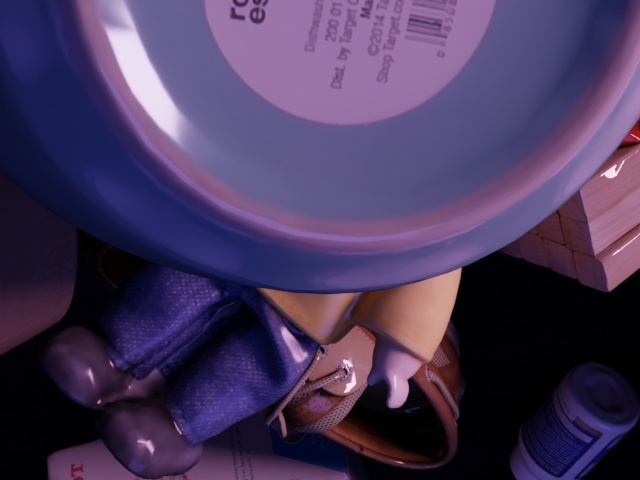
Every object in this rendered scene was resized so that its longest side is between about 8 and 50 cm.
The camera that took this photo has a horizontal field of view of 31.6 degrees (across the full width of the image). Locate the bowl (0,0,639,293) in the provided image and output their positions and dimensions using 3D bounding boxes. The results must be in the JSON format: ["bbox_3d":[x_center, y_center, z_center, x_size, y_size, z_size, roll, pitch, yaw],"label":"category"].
[{"bbox_3d":[0.002,-0.106,0.387,0.311,0.163,0.312,-4,109,-12],"label":"bowl"}]

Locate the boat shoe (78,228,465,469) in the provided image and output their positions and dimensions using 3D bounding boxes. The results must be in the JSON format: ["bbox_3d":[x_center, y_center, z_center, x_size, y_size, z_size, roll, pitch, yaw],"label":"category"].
[{"bbox_3d":[-0.006,0.061,0.723,0.122,0.120,0.324,-36,135,26],"label":"boat shoe"}]

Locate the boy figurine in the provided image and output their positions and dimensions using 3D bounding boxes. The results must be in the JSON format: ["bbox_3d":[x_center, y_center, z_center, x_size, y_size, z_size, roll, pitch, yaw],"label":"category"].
[{"bbox_3d":[0.000,0.000,0.568,0.285,0.177,0.092,-41,169,12],"label":"boy figurine"}]

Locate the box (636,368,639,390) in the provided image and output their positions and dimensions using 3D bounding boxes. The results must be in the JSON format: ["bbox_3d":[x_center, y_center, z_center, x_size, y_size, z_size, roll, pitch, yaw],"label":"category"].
[{"bbox_3d":[0.394,0.083,0.784,0.296,0.183,0.294,-15,150,3],"label":"box"}]

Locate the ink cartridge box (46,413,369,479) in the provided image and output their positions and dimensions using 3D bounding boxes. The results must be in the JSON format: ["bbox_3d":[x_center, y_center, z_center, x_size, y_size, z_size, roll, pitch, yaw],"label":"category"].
[{"bbox_3d":[-0.074,0.245,0.887,0.232,0.171,0.168,-15,141,4],"label":"ink cartridge box"}]

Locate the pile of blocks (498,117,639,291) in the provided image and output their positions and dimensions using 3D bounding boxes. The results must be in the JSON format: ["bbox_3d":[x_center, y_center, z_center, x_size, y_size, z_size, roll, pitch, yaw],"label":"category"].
[{"bbox_3d":[0.246,-0.100,0.611,0.362,0.149,0.113,-20,118,-2],"label":"pile of blocks"}]

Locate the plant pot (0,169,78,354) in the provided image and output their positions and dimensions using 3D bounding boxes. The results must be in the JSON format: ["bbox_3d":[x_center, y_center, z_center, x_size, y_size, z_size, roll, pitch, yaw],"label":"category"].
[{"bbox_3d":[-0.239,-0.007,0.504,0.229,0.263,0.263,-12,144,-28],"label":"plant pot"}]

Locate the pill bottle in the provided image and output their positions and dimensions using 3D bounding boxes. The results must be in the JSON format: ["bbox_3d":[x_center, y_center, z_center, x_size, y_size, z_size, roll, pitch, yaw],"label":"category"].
[{"bbox_3d":[0.206,0.160,0.941,0.067,0.067,0.120,6,137,-22],"label":"pill bottle"}]
